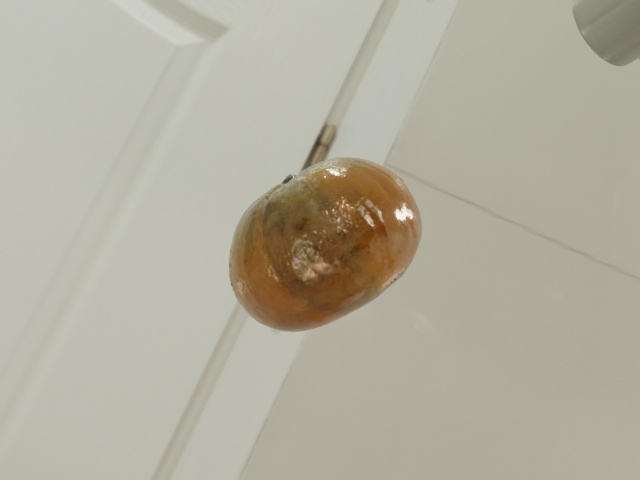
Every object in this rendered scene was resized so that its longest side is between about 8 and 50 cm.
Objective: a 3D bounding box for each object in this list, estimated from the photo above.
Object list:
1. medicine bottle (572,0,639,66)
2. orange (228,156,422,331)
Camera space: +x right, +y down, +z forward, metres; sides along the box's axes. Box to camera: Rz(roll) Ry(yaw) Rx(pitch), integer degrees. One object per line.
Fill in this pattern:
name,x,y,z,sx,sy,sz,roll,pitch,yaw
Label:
medicine bottle,0.182,-0.116,0.233,0.092,0.061,0.221,28,-33,-22
orange,0.000,0.000,0.935,0.171,0.240,0.240,57,-18,-7
